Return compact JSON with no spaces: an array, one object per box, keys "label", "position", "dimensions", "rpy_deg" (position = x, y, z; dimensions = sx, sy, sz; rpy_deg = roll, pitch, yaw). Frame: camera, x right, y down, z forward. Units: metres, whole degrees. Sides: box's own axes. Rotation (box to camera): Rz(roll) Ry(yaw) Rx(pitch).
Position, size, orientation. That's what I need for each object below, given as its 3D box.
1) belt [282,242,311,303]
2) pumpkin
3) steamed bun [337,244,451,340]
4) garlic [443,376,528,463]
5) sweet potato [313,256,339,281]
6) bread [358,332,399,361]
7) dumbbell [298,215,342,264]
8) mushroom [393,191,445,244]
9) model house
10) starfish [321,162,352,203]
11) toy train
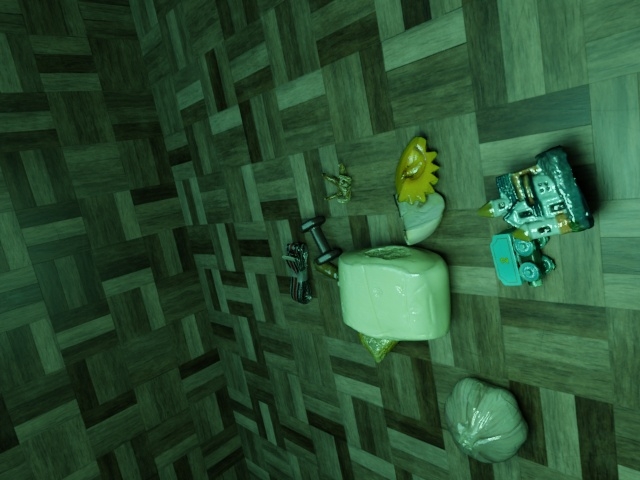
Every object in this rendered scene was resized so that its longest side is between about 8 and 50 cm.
[{"label":"belt","position":[-0.116,0.178,2.267],"dimensions":[0.094,0.126,0.359],"rpy_deg":[11,119,34]},{"label":"pumpkin","position":[0.364,-0.248,1.605],"dimensions":[0.149,0.131,0.253],"rpy_deg":[-158,84,-81]},{"label":"steamed bun","position":[0.303,0.201,1.697],"dimensions":[0.456,0.290,0.370],"rpy_deg":[7,113,37]},{"label":"garlic","position":[0.610,0.686,1.582],"dimensions":[0.318,0.260,0.317],"rpy_deg":[18,115,46]},{"label":"sweet potato","position":[0.068,0.157,2.092],"dimensions":[0.274,0.075,0.075],"rpy_deg":[26,123,36]},{"label":"bread","position":[0.259,0.413,1.925],"dimensions":[0.204,0.163,0.262],"rpy_deg":[52,122,35]},{"label":"dumbbell","position":[0.000,0.000,2.050],"dimensions":[0.140,0.124,0.225],"rpy_deg":[-31,81,22]},{"label":"mushroom","position":[0.391,-0.087,1.626],"dimensions":[0.162,0.174,0.236],"rpy_deg":[66,-167,-47]},{"label":"model house","position":[0.614,-0.115,1.264],"dimensions":[0.291,0.184,0.252],"rpy_deg":[-20,91,31]},{"label":"starfish","position":[0.077,-0.263,1.912],"dimensions":[0.146,0.074,0.189],"rpy_deg":[23,121,38]},{"label":"toy train","position":[0.656,0.052,1.393],"dimensions":[0.163,0.112,0.203],"rpy_deg":[-9,96,54]}]
